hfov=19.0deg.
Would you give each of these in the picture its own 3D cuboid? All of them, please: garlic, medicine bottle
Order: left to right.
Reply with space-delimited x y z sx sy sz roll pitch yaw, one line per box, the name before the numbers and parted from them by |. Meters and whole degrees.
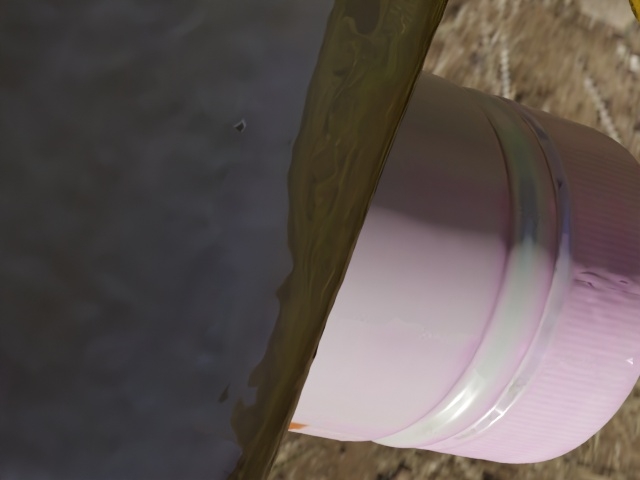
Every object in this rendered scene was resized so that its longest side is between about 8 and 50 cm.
garlic | -0.049 -0.005 0.406 0.164 0.145 0.245 20 95 46
medicine bottle | 0.000 0.000 0.992 0.316 0.202 0.202 15 114 -33

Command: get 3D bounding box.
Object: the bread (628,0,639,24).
bread | 0.210 -0.189 0.758 0.143 0.195 0.269 5 89 -15
